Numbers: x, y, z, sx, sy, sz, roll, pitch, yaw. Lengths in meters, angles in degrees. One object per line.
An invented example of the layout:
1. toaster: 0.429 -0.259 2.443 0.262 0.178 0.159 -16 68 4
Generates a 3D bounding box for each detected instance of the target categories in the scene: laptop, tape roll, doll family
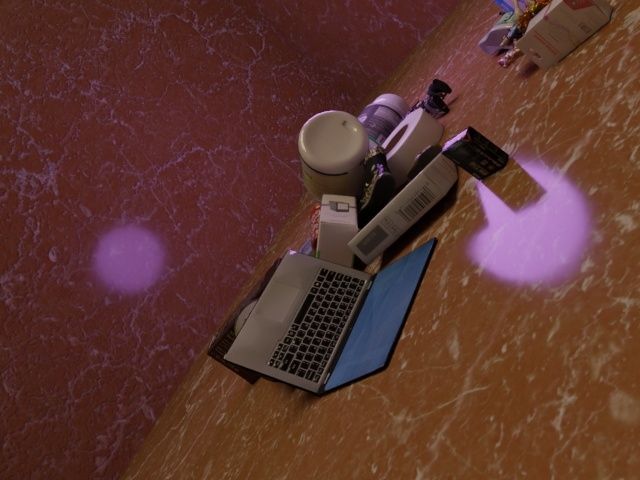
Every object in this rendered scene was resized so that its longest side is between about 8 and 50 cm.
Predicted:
1. laptop: 0.019 0.143 1.531 0.236 0.408 0.382 88 -155 -48
2. tape roll: 0.290 -0.313 2.180 0.286 0.100 0.286 -51 10 13
3. doll family: 0.558 -0.586 1.711 0.263 0.118 0.163 -43 1 2

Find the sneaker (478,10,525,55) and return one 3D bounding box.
1. sneaker: 0.612 -0.693 2.053 0.151 0.094 0.256 -51 12 0

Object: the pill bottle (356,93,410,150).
1. pill bottle: 0.217 -0.409 2.489 0.204 0.204 0.361 -41 12 48

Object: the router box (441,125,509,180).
1. router box: 0.355 -0.199 1.470 0.092 0.122 0.038 -34 26 60

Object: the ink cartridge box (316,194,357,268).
1. ink cartridge box: 0.048 -0.007 1.959 0.273 0.115 0.198 -83 -1 -69

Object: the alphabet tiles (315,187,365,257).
1. alphabet tiles: 0.089 -0.057 2.294 0.285 0.011 0.342 -39 23 32

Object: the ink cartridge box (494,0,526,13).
1. ink cartridge box: 0.693 -0.890 2.138 0.171 0.168 0.233 -54 11 -3

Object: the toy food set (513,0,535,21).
1. toy food set: 0.670 -0.745 1.910 0.192 0.039 0.132 -17 77 39

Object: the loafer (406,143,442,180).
1. loafer: 0.318 -0.249 1.968 0.148 0.056 0.050 -45 19 34

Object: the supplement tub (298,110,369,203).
1. supplement tub: 0.049 -0.271 2.223 0.235 0.235 0.325 -56 -15 -19

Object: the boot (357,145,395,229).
1. boot: 0.168 -0.168 2.046 0.178 0.085 0.236 -96 21 -45

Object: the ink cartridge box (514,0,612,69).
1. ink cartridge box: 0.584 -0.519 1.549 0.198 0.115 0.067 -39 18 50

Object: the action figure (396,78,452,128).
1. action figure: 0.379 -0.474 2.349 0.185 0.099 0.285 -64 10 -18

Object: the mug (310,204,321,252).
1. mug: 0.025 -0.046 2.232 0.150 0.113 0.169 -50 21 33

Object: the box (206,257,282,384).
1. box: -0.176 0.263 2.062 0.381 0.191 0.143 -50 11 18

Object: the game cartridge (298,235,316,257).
1. game cartridge: 0.000 0.000 2.530 0.294 0.060 0.196 -49 8 19

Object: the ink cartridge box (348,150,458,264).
1. ink cartridge box: 0.266 -0.115 1.790 0.308 0.091 0.385 -46 -4 33

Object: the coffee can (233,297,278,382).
1. coffee can: -0.132 0.272 1.803 0.201 0.202 0.275 -54 11 -7
